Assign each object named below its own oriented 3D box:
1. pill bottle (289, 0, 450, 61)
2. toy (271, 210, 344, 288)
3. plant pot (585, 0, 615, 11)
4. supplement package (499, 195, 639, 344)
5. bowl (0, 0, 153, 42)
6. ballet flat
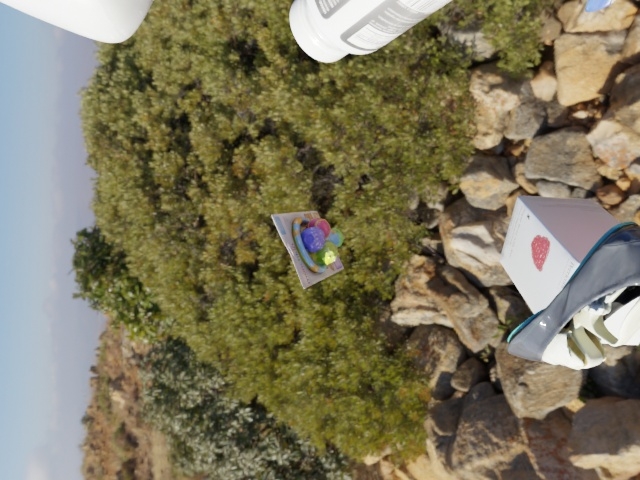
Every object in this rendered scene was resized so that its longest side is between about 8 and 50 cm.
[{"bbox_3d":[0.087,-0.403,0.751,0.319,0.176,0.176,-12,80,54],"label":"pill bottle"},{"bbox_3d":[0.000,0.000,0.911,0.056,0.237,0.136,-26,86,16],"label":"toy"},{"bbox_3d":[0.540,-0.604,0.927,0.212,0.236,0.236,45,166,27],"label":"plant pot"},{"bbox_3d":[0.512,0.047,0.980,0.293,0.175,0.177,-91,5,-62],"label":"supplement package"},{"bbox_3d":[-0.147,-0.196,0.252,0.053,0.142,0.142,-126,60,-80],"label":"bowl"},{"bbox_3d":[0.235,0.073,0.435,0.203,0.074,0.074,106,149,-47],"label":"ballet flat"}]
